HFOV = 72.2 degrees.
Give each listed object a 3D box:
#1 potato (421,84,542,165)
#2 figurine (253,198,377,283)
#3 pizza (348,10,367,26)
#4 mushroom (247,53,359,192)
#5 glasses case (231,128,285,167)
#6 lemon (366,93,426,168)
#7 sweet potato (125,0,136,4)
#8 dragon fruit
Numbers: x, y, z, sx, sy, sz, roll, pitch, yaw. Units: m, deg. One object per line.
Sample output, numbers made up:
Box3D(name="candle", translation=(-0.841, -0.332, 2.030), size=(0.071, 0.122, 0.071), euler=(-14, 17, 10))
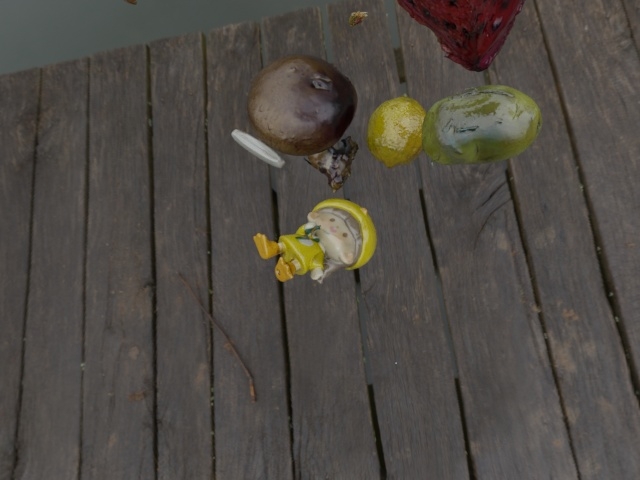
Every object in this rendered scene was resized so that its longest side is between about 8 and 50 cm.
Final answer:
Box3D(name="potato", translation=(0.337, -0.245, 0.943), size=(0.248, 0.169, 0.143), euler=(4, 34, 34))
Box3D(name="figurine", translation=(0.000, 0.000, 1.183), size=(0.344, 0.187, 0.215), euler=(-17, 71, -38))
Box3D(name="pizza", translation=(0.142, -0.819, 1.618), size=(0.078, 0.083, 0.025), euler=(-23, 85, 5))
Box3D(name="mushroom", translation=(-0.036, -0.377, 1.323), size=(0.334, 0.356, 0.331), euler=(20, 78, 12))
Box3D(name="glasses case", translation=(-0.210, -0.311, 1.489), size=(0.204, 0.081, 0.051), euler=(33, 87, -3))
Box3D(name="lemon", translation=(0.239, -0.337, 1.364), size=(0.192, 0.192, 0.231), euler=(14, 96, 13))
Box3D(name="sweet potato", translation=(-0.397, -0.465, 0.688), size=(0.058, 0.255, 0.078), euler=(-13, 86, 24))
Box3D(name="dragon fruit", translation=(0.186, -0.386, 0.604), size=(0.302, 0.330, 0.240), euler=(4, 46, 29))
